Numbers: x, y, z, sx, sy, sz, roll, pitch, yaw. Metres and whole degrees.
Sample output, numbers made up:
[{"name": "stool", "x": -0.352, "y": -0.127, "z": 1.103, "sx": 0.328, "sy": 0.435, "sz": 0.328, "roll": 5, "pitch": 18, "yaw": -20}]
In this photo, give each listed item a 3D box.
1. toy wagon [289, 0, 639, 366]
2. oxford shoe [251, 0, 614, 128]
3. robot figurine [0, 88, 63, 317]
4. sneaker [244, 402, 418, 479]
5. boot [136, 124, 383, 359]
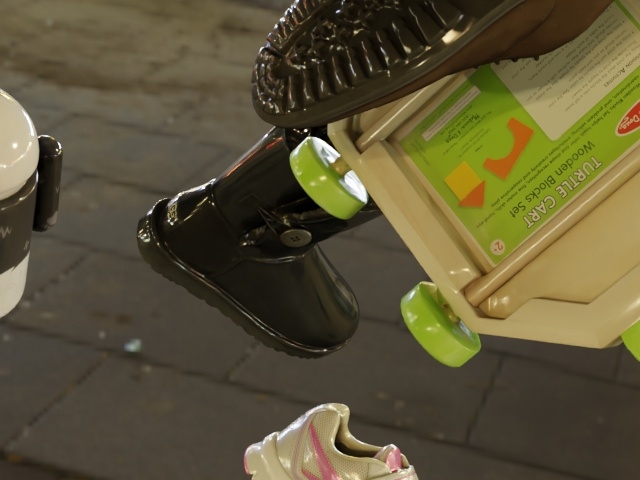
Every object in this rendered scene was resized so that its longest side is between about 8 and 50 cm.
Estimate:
[{"name": "toy wagon", "x": 0.150, "y": -0.040, "z": 0.930, "sx": 0.344, "sy": 0.267, "sz": 0.068, "roll": 54, "pitch": 20, "yaw": 15}, {"name": "oxford shoe", "x": 0.072, "y": -0.106, "z": 0.757, "sx": 0.096, "sy": 0.227, "sz": 0.083, "roll": 37, "pitch": 33, "yaw": -53}, {"name": "robot figurine", "x": -0.364, "y": -0.026, "z": 1.529, "sx": 0.173, "sy": 0.278, "sz": 0.209, "roll": 16, "pitch": 33, "yaw": 5}, {"name": "sneaker", "x": 0.049, "y": 0.251, "z": 1.461, "sx": 0.252, "sy": 0.111, "sz": 0.103, "roll": 44, "pitch": 13, "yaw": 8}, {"name": "boot", "x": 0.000, "y": 0.000, "z": 1.316, "sx": 0.246, "sy": 0.207, "sz": 0.094, "roll": 31, "pitch": 46, "yaw": -35}]
